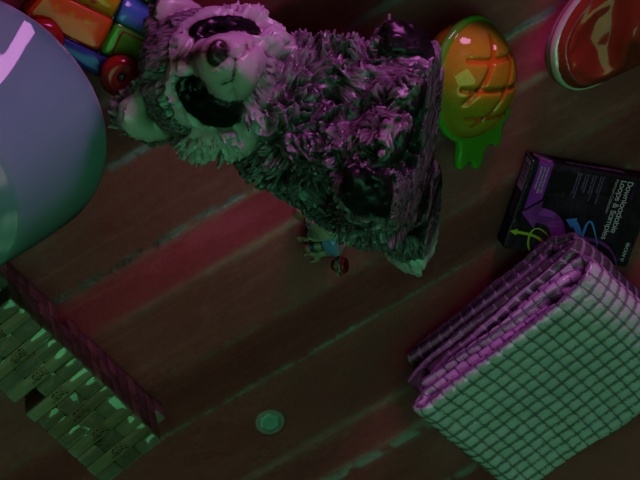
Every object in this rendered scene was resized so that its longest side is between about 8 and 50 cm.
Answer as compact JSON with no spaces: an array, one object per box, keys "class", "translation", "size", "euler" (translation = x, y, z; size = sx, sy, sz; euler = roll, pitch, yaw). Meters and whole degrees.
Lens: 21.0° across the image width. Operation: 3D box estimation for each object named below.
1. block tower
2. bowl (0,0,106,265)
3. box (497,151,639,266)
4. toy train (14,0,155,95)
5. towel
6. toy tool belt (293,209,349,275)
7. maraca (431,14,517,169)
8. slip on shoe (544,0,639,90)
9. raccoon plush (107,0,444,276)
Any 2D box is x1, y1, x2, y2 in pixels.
[{"class":"block tower","translation":[-0.311,0.134,1.922],"size":[0.091,0.097,0.335],"euler":[-39,119,9]},{"class":"bowl","translation":[-0.383,-0.078,1.698],"size":[0.312,0.163,0.311],"euler":[7,128,9]},{"class":"box","translation":[0.299,-0.035,2.008],"size":[0.162,0.029,0.116],"euler":[8,115,-17]},{"class":"toy train","translation":[-0.266,-0.257,1.735],"size":[0.248,0.105,0.143],"euler":[24,99,-22]},{"class":"towel","translation":[0.266,0.145,2.039],"size":[0.284,0.121,0.235],"euler":[-40,126,16]},{"class":"toy tool belt","translation":[0.000,0.000,1.954],"size":[0.051,0.052,0.083],"euler":[-1,118,23]},{"class":"maraca","translation":[0.164,-0.160,1.875],"size":[0.127,0.099,0.185],"euler":[-45,139,-26]},{"class":"slip on shoe","translation":[0.394,-0.265,1.872],"size":[0.331,0.101,0.123],"euler":[-28,121,4]},{"class":"raccoon plush","translation":[-0.041,-0.080,1.793],"size":[0.299,0.216,0.446],"euler":[13,147,12]}]
